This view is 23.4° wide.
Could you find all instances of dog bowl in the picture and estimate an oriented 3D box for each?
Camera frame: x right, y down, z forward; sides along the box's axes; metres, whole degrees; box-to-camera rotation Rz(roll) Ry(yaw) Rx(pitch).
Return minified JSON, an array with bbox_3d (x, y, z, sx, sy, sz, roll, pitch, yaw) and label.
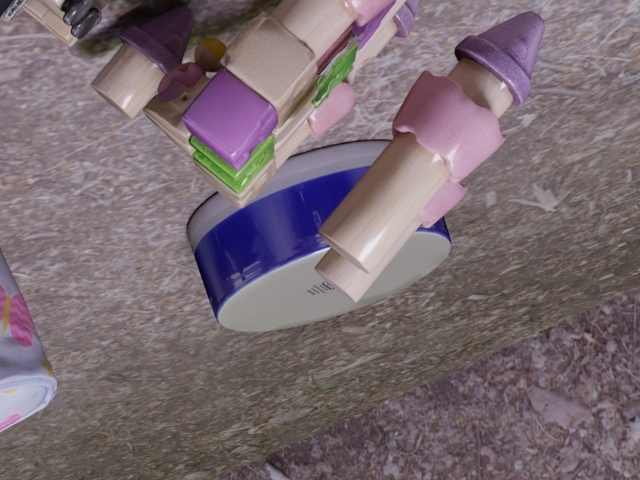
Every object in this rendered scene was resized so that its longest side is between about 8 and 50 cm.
[{"bbox_3d":[0.000,0.000,1.628,0.264,0.104,0.265,-17,163,-5],"label":"dog bowl"}]

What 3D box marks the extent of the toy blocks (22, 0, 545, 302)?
[{"bbox_3d":[0.000,-0.155,1.052,0.260,0.309,0.288,-51,177,-5],"label":"toy blocks"}]

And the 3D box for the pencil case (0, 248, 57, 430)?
[{"bbox_3d":[-0.290,0.017,1.111,0.113,0.273,0.124,-37,163,31],"label":"pencil case"}]

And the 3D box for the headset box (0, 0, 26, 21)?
[{"bbox_3d":[-0.229,-0.207,0.484,0.246,0.283,0.131,-9,176,-24],"label":"headset box"}]
